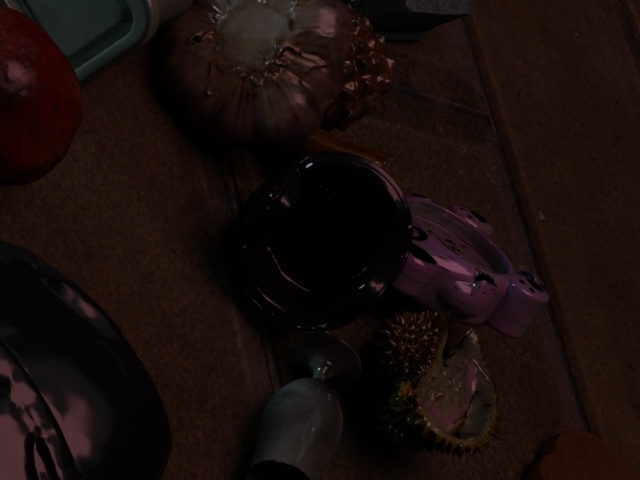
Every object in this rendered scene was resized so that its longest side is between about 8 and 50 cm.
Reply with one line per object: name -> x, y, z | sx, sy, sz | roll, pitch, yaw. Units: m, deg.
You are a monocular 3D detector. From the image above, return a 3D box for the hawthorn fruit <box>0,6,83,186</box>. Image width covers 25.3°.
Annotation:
hawthorn fruit -> -0.313, -0.130, 1.371 | 0.200, 0.179, 0.179 | 33, 41, -59

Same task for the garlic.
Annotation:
garlic -> -0.074, -0.221, 1.712 | 0.160, 0.245, 0.245 | 73, -1, -76

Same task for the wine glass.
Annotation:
wine glass -> -0.019, 0.200, 1.576 | 0.093, 0.093, 0.202 | 48, 37, -19

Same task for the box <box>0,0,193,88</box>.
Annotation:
box -> -0.277, -0.338, 1.566 | 0.311, 0.175, 0.182 | 58, 26, -5

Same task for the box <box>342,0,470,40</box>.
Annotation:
box -> 0.119, -0.385, 2.116 | 0.227, 0.130, 0.162 | -10, 90, -55

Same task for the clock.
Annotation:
clock -> 0.156, 0.023, 1.860 | 0.248, 0.090, 0.227 | 18, 24, -36

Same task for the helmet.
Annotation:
helmet -> 0.000, 0.000, 1.642 | 0.189, 0.216, 0.193 | 43, -2, -5

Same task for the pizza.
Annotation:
pizza -> 0.033, -0.098, 1.797 | 0.193, 0.201, 0.053 | 11, 103, -44

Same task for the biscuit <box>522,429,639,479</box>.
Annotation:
biscuit -> 0.409, 0.435, 1.989 | 0.312, 0.057, 0.351 | 14, 56, -45

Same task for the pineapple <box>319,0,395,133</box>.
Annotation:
pineapple -> 0.000, -0.241, 1.846 | 0.193, 0.166, 0.166 | 45, 38, -19

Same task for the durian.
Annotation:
durian -> 0.110, 0.181, 1.702 | 0.237, 0.138, 0.193 | 7, 61, -65

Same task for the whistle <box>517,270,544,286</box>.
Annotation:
whistle -> 0.307, 0.059, 2.141 | 0.033, 0.029, 0.083 | 35, 18, 29

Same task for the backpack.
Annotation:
backpack -> -0.311, 0.172, 1.095 | 0.446, 0.255, 0.363 | -29, 90, -41
